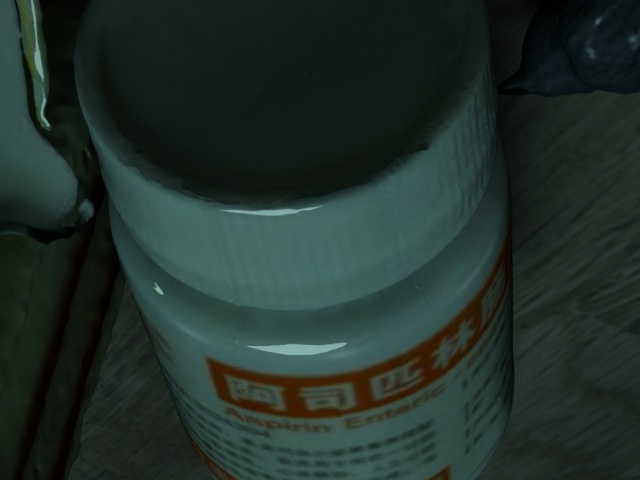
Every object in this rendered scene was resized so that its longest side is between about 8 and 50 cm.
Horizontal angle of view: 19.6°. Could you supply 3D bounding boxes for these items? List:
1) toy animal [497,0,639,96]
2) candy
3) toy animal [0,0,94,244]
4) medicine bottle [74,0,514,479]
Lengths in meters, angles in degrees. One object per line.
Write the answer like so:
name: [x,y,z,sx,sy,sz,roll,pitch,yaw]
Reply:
toy animal: [0.151,-0.122,0.866,0.210,0.121,0.117,-13,125,43]
candy: [-0.206,0.022,0.980,0.179,0.320,0.135,4,149,15]
toy animal: [-0.251,-0.089,0.867,0.174,0.249,0.289,-24,-169,-40]
medicine bottle: [0.000,0.000,0.991,0.211,0.211,0.371,4,150,9]
